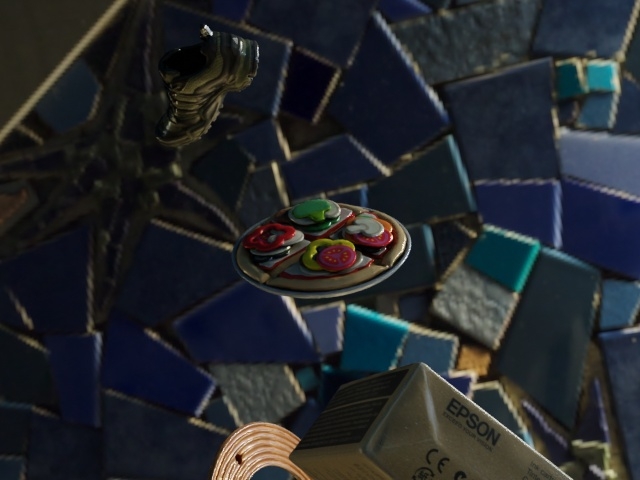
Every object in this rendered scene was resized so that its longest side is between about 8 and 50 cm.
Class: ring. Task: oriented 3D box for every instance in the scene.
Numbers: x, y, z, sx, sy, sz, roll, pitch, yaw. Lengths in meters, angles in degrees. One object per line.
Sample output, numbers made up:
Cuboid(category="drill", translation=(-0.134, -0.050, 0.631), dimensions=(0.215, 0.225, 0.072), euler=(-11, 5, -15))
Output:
Cuboid(category="ring", translation=(-0.049, 0.402, 1.310), dimensions=(0.032, 0.337, 0.336), euler=(-23, 4, 26))

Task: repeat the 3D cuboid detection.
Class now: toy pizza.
Cuboid(category="toy pizza", translation=(0.000, 0.000, 1.129), dimensions=(0.201, 0.032, 0.201), euler=(-4, 29, 2))

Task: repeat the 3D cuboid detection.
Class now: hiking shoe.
Cuboid(category="hiking shoe", translation=(-0.186, -0.221, 1.417), dimensions=(0.114, 0.086, 0.227), euler=(23, -47, -31))

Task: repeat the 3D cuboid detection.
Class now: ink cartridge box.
Cuboid(category="ink cartridge box", translation=(0.110, 0.207, 0.804), dimensions=(0.088, 0.234, 0.193), euler=(-54, 7, -20))
